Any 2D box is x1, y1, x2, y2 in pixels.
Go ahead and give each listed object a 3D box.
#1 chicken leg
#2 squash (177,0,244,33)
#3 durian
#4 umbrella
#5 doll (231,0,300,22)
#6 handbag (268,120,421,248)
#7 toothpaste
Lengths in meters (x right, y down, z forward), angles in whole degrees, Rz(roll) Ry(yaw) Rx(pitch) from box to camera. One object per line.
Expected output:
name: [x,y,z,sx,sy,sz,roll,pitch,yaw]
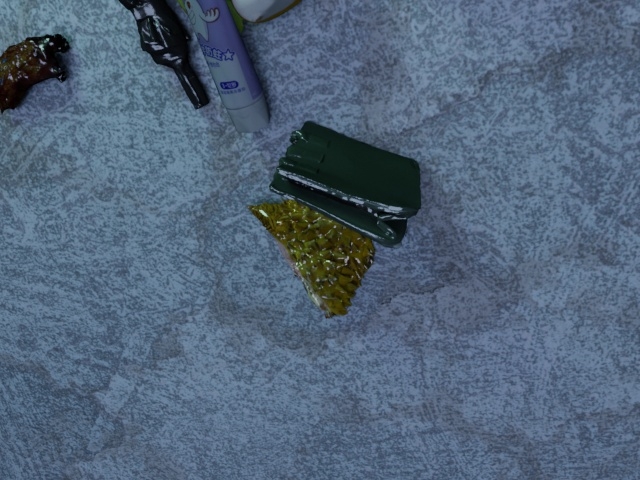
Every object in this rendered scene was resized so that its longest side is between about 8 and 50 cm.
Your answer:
chicken leg: [-0.595,-0.343,1.145,0.234,0.063,0.105,-20,103,20]
squash: [-0.226,-0.452,1.026,0.090,0.075,0.200,-13,133,34]
durian: [0.014,0.004,1.162,0.196,0.185,0.305,-34,95,-3]
umbrella: [-0.301,-0.403,1.050,0.118,0.118,0.340,-20,117,17]
doll: [-0.122,-0.498,0.941,0.167,0.162,0.269,-29,111,40]
handbag: [0.049,-0.111,1.021,0.260,0.247,0.079,20,120,0]
toothpaste: [-0.181,-0.366,0.991,0.125,0.080,0.371,27,146,44]
